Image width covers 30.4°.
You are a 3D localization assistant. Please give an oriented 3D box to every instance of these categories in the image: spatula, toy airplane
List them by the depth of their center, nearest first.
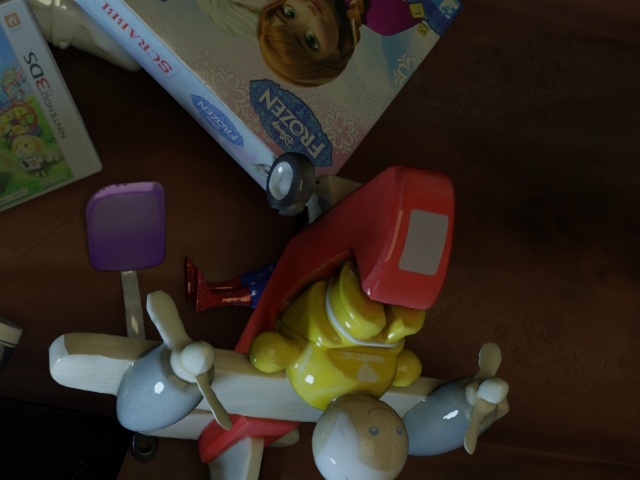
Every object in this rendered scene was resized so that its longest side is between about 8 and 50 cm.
[{"bbox_3d":[-0.013,0.140,1.111,0.386,0.272,0.384,-25,135,-5],"label":"toy airplane"},{"bbox_3d":[-0.196,0.088,1.235,0.084,0.030,0.296,-4,92,-16],"label":"spatula"}]

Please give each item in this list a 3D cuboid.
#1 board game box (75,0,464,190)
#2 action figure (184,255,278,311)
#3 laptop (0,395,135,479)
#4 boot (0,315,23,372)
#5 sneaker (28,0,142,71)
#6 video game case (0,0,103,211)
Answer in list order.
[{"bbox_3d":[-0.043,-0.250,1.209,0.319,0.066,0.318,44,61,-16],"label":"board game box"},{"bbox_3d":[0.000,0.000,1.259,0.280,0.091,0.139,-1,103,-17],"label":"action figure"},{"bbox_3d":[-0.464,0.279,1.133,0.408,0.236,0.381,23,92,13],"label":"laptop"},{"bbox_3d":[-0.396,0.088,1.154,0.190,0.069,0.086,27,88,-16],"label":"boot"},{"bbox_3d":[-0.318,-0.219,1.173,0.293,0.108,0.169,34,95,-18],"label":"sneaker"},{"bbox_3d":[-0.347,-0.113,1.140,0.212,0.023,0.193,-23,117,-4],"label":"video game case"}]
